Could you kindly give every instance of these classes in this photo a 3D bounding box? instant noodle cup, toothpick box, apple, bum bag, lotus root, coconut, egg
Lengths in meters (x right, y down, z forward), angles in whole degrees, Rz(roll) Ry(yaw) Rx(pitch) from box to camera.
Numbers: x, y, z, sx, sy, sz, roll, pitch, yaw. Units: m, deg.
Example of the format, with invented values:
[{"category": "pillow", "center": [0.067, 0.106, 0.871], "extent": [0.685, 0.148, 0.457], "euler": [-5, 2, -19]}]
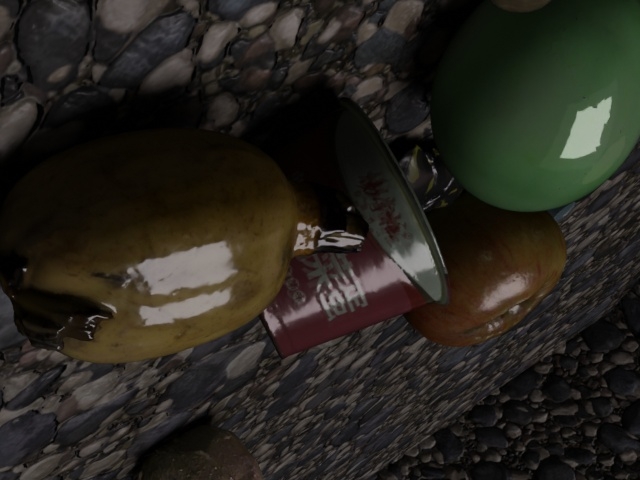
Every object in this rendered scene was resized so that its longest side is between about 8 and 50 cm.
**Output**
[{"category": "instant noodle cup", "center": [0.000, 0.000, 1.044], "extent": [0.178, 0.235, 0.235], "euler": [-28, 159, -6]}, {"category": "toothpick box", "center": [0.364, -0.075, 1.699], "extent": [0.052, 0.083, 0.052], "euler": [-33, 159, -15]}, {"category": "apple", "center": [0.225, 0.036, 1.536], "extent": [0.261, 0.194, 0.261], "euler": [-31, 158, -14]}, {"category": "bum bag", "center": [0.131, -0.079, 1.321], "extent": [0.232, 0.060, 0.107], "euler": [-11, 137, -56]}, {"category": "lotus root", "center": [-0.106, -0.003, 0.856], "extent": [0.310, 0.183, 0.183], "euler": [-12, 151, -20]}, {"category": "coconut", "center": [-0.170, 0.386, 1.599], "extent": [0.194, 0.194, 0.194], "euler": [-34, 159, -15]}, {"category": "egg", "center": [0.230, -0.156, 1.094], "extent": [0.220, 0.220, 0.270], "euler": [-20, 141, -43]}]

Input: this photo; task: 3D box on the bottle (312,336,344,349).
[{"category": "bottle", "center": [-0.016, 0.052, 1.268], "extent": [0.110, 0.110, 0.233], "euler": [-36, 161, -8]}]

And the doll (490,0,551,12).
[{"category": "doll", "center": [0.084, -0.324, 0.576], "extent": [0.382, 0.252, 0.379], "euler": [8, 96, -64]}]
